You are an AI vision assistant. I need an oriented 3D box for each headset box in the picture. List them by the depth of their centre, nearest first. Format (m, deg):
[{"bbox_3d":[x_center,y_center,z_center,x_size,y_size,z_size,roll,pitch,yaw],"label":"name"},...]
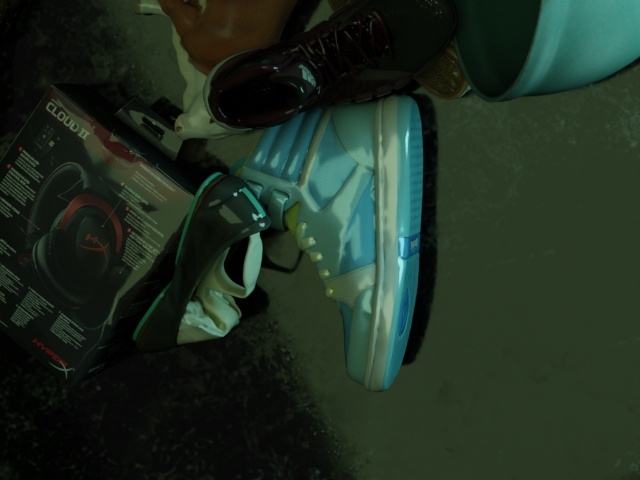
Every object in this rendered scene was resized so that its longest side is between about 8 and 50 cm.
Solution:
[{"bbox_3d":[-0.262,-0.021,1.834,0.218,0.110,0.293,37,103,7],"label":"headset box"}]

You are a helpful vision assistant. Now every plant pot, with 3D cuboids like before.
[{"bbox_3d":[0.261,-0.285,1.618,0.196,0.293,0.293,-2,96,-13],"label":"plant pot"}]

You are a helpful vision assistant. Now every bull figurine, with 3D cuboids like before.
[{"bbox_3d":[-0.101,-0.263,1.775,0.188,0.101,0.310,33,103,8],"label":"bull figurine"}]

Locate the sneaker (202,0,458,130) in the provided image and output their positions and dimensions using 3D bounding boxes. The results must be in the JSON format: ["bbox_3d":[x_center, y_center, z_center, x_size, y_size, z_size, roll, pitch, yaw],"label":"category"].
[{"bbox_3d":[0.013,-0.172,1.647,0.281,0.162,0.106,-24,100,5],"label":"sneaker"}]

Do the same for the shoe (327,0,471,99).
[{"bbox_3d":[0.085,-0.236,1.763,0.219,0.058,0.076,46,124,9],"label":"shoe"}]

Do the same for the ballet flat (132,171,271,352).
[{"bbox_3d":[-0.126,0.050,1.771,0.096,0.095,0.280,36,134,10],"label":"ballet flat"}]

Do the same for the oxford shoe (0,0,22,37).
[{"bbox_3d":[-0.388,-0.249,1.856,0.096,0.083,0.227,1,97,9],"label":"oxford shoe"}]

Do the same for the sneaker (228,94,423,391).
[{"bbox_3d":[0.000,0.000,1.771,0.208,0.127,0.319,3,87,11],"label":"sneaker"}]
